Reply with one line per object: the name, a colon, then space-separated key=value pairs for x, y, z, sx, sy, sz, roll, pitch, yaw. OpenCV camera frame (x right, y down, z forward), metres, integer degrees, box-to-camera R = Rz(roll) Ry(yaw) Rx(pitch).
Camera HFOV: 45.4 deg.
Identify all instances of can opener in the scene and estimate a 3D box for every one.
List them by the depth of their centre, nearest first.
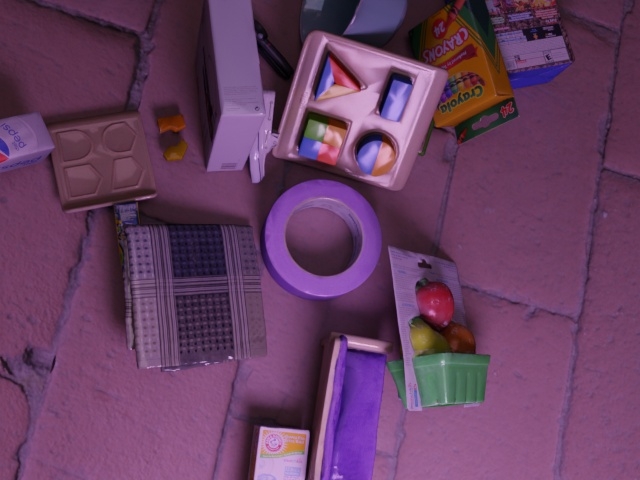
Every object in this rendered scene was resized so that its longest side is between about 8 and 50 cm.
can opener: x=-0.133 y=-0.471 z=1.869 sx=0.073 sy=0.059 sz=0.186 roll=-42 pitch=89 yaw=-17

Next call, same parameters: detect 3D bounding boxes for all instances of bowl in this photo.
bowl: x=0.095 y=-0.572 z=1.841 sx=0.163 sy=0.312 sz=0.311 roll=14 pitch=75 yaw=-30

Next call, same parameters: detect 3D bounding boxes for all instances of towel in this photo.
towel: x=-0.278 y=0.122 z=1.694 sx=0.312 sy=0.056 sz=0.324 roll=-1 pitch=77 yaw=-30

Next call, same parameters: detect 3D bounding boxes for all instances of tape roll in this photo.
tape roll: x=0.000 y=0.000 z=1.786 sx=0.275 sy=0.090 sz=0.274 roll=3 pitch=78 yaw=-12

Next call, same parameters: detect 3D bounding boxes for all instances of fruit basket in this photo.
fruit basket: x=0.249 y=0.204 z=1.727 sx=0.327 sy=0.166 sz=0.352 roll=12 pitch=61 yaw=-52

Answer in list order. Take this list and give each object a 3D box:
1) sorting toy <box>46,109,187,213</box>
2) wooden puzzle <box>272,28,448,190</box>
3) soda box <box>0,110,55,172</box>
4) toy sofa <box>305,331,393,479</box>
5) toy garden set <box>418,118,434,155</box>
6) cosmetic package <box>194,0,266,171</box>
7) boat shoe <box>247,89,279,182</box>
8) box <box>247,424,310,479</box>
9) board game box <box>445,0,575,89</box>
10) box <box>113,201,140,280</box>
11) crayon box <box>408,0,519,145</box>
sorting toy: x=-0.452 y=-0.190 z=1.754 sx=0.307 sy=0.041 sz=0.229 roll=-12 pitch=75 yaw=-14
wooden puzzle: x=0.091 y=-0.286 z=1.775 sx=0.348 sy=0.080 sz=0.322 roll=13 pitch=117 yaw=-11
soda box: x=-0.719 y=-0.187 z=1.608 sx=0.286 sy=0.098 sz=0.091 roll=-23 pitch=88 yaw=-40
toy sofa: x=0.062 y=0.390 z=1.673 sx=0.150 sy=0.177 sz=0.362 roll=11 pitch=76 yaw=-9
toy garden set: x=0.182 y=-0.352 z=1.917 sx=0.244 sy=0.049 sz=0.203 roll=21 pitch=75 yaw=-7
cosmetic package: x=-0.205 y=-0.338 z=1.660 sx=0.098 sy=0.377 sz=0.284 roll=-3 pitch=79 yaw=-14
boat shoe: x=-0.131 y=-0.237 z=1.760 sx=0.076 sy=0.083 sz=0.226 roll=-5 pitch=122 yaw=-9
box: x=-0.096 y=0.505 z=1.652 sx=0.114 sy=0.103 sz=0.203 roll=9 pitch=77 yaw=-11
board game box: x=0.484 y=-0.549 z=1.975 sx=0.232 sy=0.141 sz=0.290 roll=-12 pitch=81 yaw=-14
box: x=-0.424 y=0.004 z=1.707 sx=0.054 sy=0.059 sz=0.168 roll=-7 pitch=80 yaw=-12
crayon box: x=0.350 y=-0.416 z=1.883 sx=0.081 sy=0.202 sz=0.318 roll=-8 pitch=79 yaw=-41
